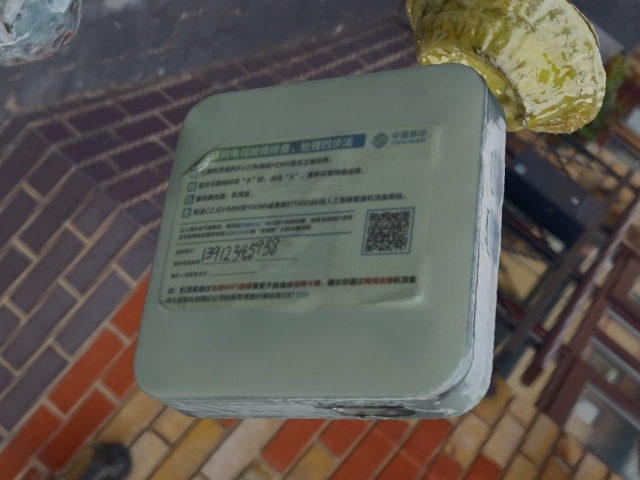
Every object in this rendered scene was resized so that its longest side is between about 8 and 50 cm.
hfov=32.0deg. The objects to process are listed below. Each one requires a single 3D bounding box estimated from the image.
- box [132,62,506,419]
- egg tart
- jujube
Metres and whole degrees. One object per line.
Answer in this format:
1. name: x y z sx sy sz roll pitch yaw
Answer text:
1. box: 0.001 0.000 1.243 0.111 0.396 0.397 47 46 -55
2. egg tart: 0.216 -0.225 1.398 0.115 0.290 0.290 -50 172 -18
3. jujube: -0.400 -0.347 1.392 0.308 0.215 0.246 -102 -163 -75
